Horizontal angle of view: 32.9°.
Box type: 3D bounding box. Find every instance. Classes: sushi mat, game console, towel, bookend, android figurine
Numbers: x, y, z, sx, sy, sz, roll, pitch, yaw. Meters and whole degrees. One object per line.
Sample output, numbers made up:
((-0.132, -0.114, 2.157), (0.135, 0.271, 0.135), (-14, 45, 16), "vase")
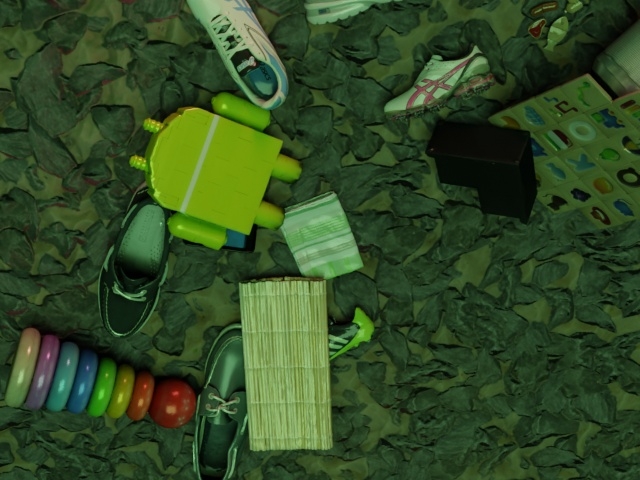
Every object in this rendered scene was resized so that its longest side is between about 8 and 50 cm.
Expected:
((-0.058, 0.218, 1.899), (0.151, 0.019, 0.316), (-3, 102, 1), "sushi mat")
((-0.163, -0.047, 1.816), (0.122, 0.071, 0.107), (8, 113, -6), "game console")
((0.000, 0.000, 1.868), (0.113, 0.023, 0.152), (-20, 113, 7), "towel")
((0.269, -0.112, 1.791), (0.156, 0.072, 0.157), (9, 146, 24), "bookend")
((-0.170, -0.114, 1.748), (0.273, 0.056, 0.248), (17, 93, -24), "android figurine")

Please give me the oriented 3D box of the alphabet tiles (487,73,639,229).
((0.429, -0.130, 1.703), (0.285, 0.342, 0.011), (41, 62, -17), "alphabet tiles")

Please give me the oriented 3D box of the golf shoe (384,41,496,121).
((0.184, -0.252, 1.752), (0.186, 0.067, 0.086), (-23, 86, 8), "golf shoe")

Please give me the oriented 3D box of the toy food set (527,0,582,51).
((0.370, -0.369, 1.727), (0.078, 0.019, 0.122), (25, 118, -12), "toy food set")

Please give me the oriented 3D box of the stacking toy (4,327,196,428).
((-0.379, 0.256, 1.919), (0.330, 0.141, 0.141), (15, 112, -16), "stacking toy")

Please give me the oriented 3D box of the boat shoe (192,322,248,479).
((-0.166, 0.304, 1.950), (0.116, 0.099, 0.319), (13, 111, -5), "boat shoe")

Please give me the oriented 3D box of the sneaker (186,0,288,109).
((-0.127, -0.309, 1.697), (0.085, 0.086, 0.237), (-32, 109, 13), "sneaker")

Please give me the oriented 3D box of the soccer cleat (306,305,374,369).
((0.011, 0.181, 1.933), (0.179, 0.060, 0.072), (-31, 95, 9), "soccer cleat")

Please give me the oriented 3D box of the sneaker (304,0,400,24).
((0.097, -0.422, 1.645), (0.281, 0.105, 0.115), (-19, 113, 7), "sneaker")

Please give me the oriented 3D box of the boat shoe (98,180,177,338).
((-0.316, 0.045, 1.838), (0.114, 0.091, 0.302), (12, 112, -7), "boat shoe")

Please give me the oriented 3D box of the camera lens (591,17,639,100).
((0.575, -0.271, 1.666), (0.274, 0.219, 0.219), (-42, 108, 14), "camera lens")
